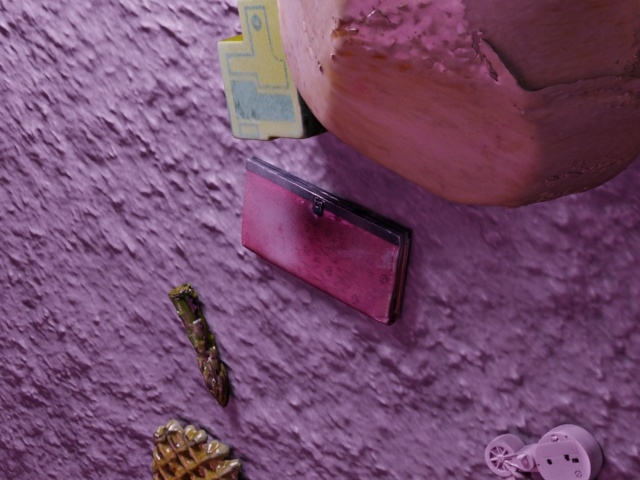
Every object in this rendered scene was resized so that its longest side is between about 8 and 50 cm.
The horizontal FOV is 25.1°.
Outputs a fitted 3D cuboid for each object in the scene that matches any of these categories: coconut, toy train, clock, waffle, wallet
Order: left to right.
[{"bbox_3d":[-0.161,0.329,1.909,0.169,0.036,0.183,25,126,31],"label":"waffle"},{"bbox_3d":[-0.013,-0.278,1.414,0.237,0.150,0.369,8,112,48],"label":"toy train"},{"bbox_3d":[0.000,0.000,1.609,0.232,0.025,0.119,27,126,34],"label":"wallet"},{"bbox_3d":[0.146,-0.195,1.175,0.353,0.353,0.352,20,122,37],"label":"coconut"},{"bbox_3d":[0.231,0.234,1.483,0.129,0.041,0.087,-6,101,40],"label":"clock"}]

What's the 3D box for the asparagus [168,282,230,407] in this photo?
[{"bbox_3d":[-0.147,0.134,1.804,0.030,0.036,0.165,-17,96,31],"label":"asparagus"}]
